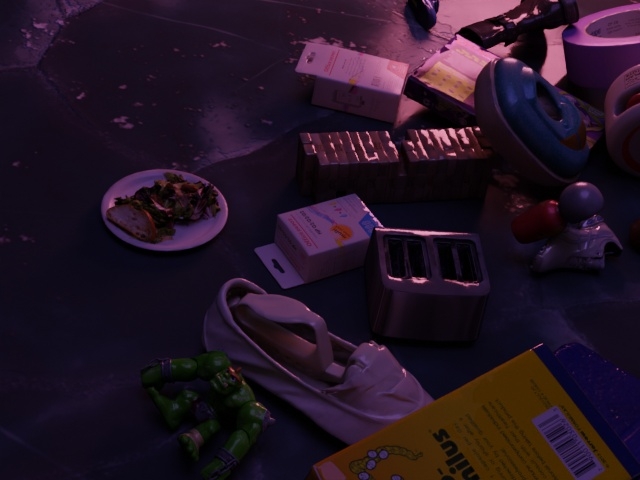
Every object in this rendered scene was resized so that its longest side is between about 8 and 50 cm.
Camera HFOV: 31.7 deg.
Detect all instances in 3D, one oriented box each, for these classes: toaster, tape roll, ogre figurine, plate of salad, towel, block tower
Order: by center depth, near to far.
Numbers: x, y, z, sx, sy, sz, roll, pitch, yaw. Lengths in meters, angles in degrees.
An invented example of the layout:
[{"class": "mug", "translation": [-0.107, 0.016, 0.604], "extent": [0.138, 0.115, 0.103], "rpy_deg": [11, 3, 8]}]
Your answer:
[{"class": "ogre figurine", "translation": [-0.143, 0.214, 1.457], "extent": [0.118, 0.097, 0.197], "rpy_deg": [-31, 37, -15]}, {"class": "towel", "translation": [0.401, 0.275, 1.505], "extent": [0.308, 0.076, 0.227], "rpy_deg": [36, 40, 28]}, {"class": "toaster", "translation": [0.153, 0.067, 1.659], "extent": [0.168, 0.110, 0.186], "rpy_deg": [3, 42, -5]}, {"class": "plate of salad", "translation": [-0.245, -0.057, 1.774], "extent": [0.199, 0.048, 0.200], "rpy_deg": [5, 41, -4]}, {"class": "block tower", "translation": [0.132, -0.125, 1.888], "extent": [0.335, 0.097, 0.091], "rpy_deg": [-4, 43, -12]}, {"class": "tape roll", "translation": [0.612, -0.381, 2.185], "extent": [0.274, 0.090, 0.275], "rpy_deg": [-11, 23, 5]}]

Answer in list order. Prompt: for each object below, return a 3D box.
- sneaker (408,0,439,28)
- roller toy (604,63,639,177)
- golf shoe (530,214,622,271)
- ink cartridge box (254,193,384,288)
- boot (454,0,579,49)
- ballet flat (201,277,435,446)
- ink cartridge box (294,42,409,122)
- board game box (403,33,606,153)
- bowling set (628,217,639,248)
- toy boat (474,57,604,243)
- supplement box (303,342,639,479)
[{"class": "sneaker", "translation": [0.226, -0.492, 2.352], "extent": [0.059, 0.053, 0.144], "rpy_deg": [0, 43, -14]}, {"class": "roller toy", "translation": [0.601, -0.218, 1.986], "extent": [0.191, 0.209, 0.146], "rpy_deg": [7, 51, 2]}, {"class": "golf shoe", "translation": [0.414, 0.018, 1.799], "extent": [0.176, 0.069, 0.086], "rpy_deg": [-25, 58, -31]}, {"class": "ink cartridge box", "translation": [0.000, 0.000, 1.743], "extent": [0.181, 0.062, 0.104], "rpy_deg": [-17, 47, -26]}, {"class": "boot", "translation": [0.380, -0.449, 2.289], "extent": [0.229, 0.091, 0.263], "rpy_deg": [-20, 16, -4]}, {"class": "ballet flat", "translation": [0.012, 0.169, 1.502], "extent": [0.400, 0.139, 0.139], "rpy_deg": [26, 44, 18]}, {"class": "ink cartridge box", "translation": [0.055, -0.294, 2.084], "extent": [0.198, 0.067, 0.115], "rpy_deg": [15, 41, 4]}, {"class": "board game box", "translation": [0.349, -0.248, 2.076], "extent": [0.347, 0.056, 0.208], "rpy_deg": [32, 50, 15]}, {"class": "bowling set", "translation": [0.616, -0.054, 1.839], "extent": [0.200, 0.287, 0.154], "rpy_deg": [-2, 20, 43]}, {"class": "toy boat", "translation": [0.368, -0.143, 1.815], "extent": [0.267, 0.148, 0.318], "rpy_deg": [32, 44, -38]}, {"class": "supplement box", "translation": [0.156, 0.302, 1.298], "extent": [0.356, 0.194, 0.195], "rpy_deg": [-22, 65, -31]}]
